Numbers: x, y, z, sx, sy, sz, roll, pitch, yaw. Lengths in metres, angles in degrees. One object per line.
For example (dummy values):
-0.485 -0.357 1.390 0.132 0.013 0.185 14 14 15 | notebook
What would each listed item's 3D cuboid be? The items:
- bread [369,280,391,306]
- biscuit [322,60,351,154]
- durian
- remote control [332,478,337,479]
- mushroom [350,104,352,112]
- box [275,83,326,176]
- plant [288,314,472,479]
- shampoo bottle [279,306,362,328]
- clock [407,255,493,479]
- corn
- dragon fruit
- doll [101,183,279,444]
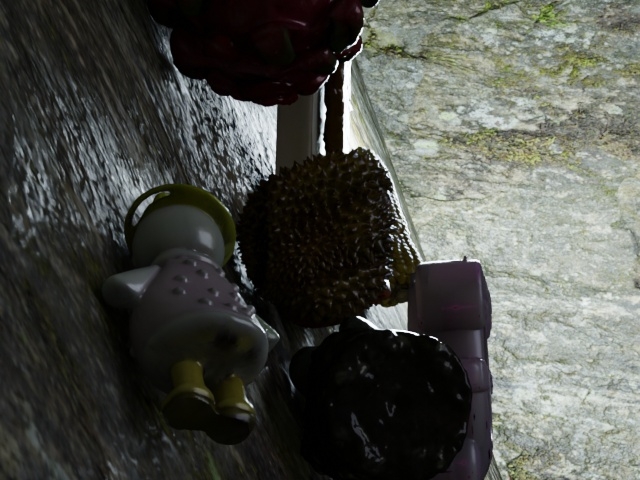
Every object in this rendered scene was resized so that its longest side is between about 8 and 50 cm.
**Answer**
0.034 0.016 1.746 0.160 0.073 0.160 -22 90 -86 | bread
0.019 -0.160 1.550 0.188 0.027 0.188 1 90 -86 | biscuit
0.000 0.000 1.255 0.137 0.168 0.158 -10 -81 64 | durian
0.024 0.253 1.220 0.152 0.027 0.043 -78 150 -73 | remote control
0.003 -0.249 2.213 0.333 0.087 0.107 54 16 -70 | mushroom
-0.019 -0.153 1.564 0.273 0.048 0.265 -70 162 -77 | box
0.044 0.148 1.236 0.274 0.149 0.146 174 -63 -81 | plant
0.009 0.050 1.452 0.244 0.085 0.085 3 66 -82 | shampoo bottle
0.191 0.197 1.924 0.295 0.113 0.322 43 45 -78 | clock
0.091 -0.023 2.154 0.102 0.102 0.313 60 10 -48 | corn
-0.067 -0.227 1.279 0.218 0.198 0.273 27 14 29 | dragon fruit
-0.084 0.036 0.853 0.129 0.081 0.207 23 30 -32 | doll
